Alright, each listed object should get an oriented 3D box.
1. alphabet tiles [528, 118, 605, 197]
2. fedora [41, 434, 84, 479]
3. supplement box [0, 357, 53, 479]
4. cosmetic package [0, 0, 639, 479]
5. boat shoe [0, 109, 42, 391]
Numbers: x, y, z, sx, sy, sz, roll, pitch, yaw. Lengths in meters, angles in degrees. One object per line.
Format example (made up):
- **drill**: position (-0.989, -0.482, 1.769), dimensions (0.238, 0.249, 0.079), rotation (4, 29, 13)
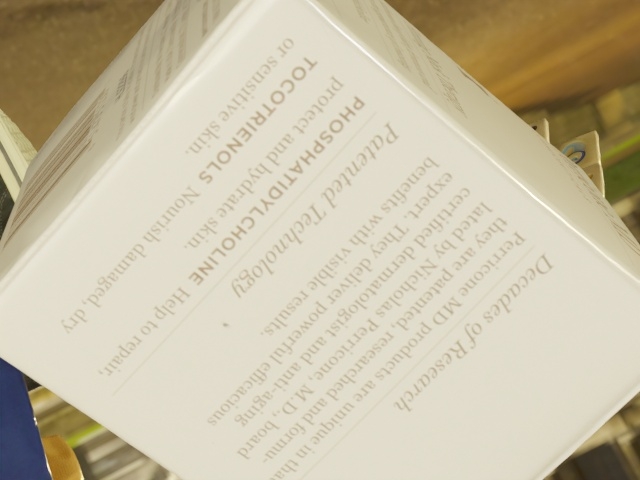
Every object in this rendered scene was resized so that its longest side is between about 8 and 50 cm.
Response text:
- **alphabet tiles**: position (0.162, 0.007, 1.392), dimensions (0.285, 0.011, 0.342), rotation (-21, -144, 23)
- **fedora**: position (-0.328, 0.301, 1.631), dimensions (0.079, 0.194, 0.194), rotation (-22, 174, -18)
- **supplement box**: position (-0.420, 0.217, 1.223), dimensions (0.195, 0.194, 0.356), rotation (-5, 157, -40)
- **cosmetic package**: position (0.000, 0.000, 1.049), dimensions (0.327, 0.393, 0.329), rotation (-47, -161, 15)
- **boat shoe**: position (-0.382, -0.011, 1.627), dimensions (0.156, 0.500, 0.187), rotation (-33, 139, 0)
